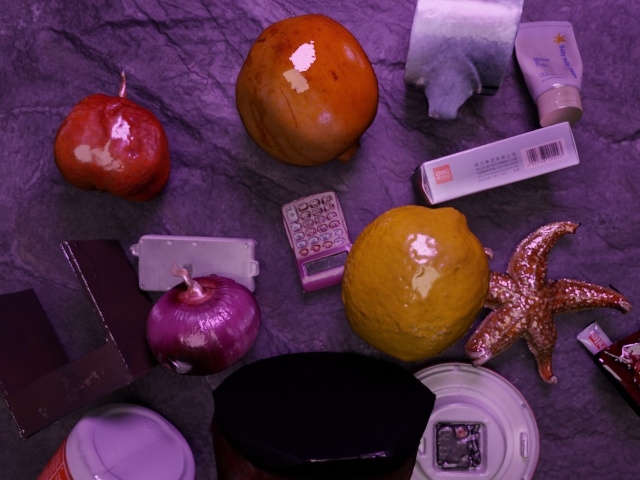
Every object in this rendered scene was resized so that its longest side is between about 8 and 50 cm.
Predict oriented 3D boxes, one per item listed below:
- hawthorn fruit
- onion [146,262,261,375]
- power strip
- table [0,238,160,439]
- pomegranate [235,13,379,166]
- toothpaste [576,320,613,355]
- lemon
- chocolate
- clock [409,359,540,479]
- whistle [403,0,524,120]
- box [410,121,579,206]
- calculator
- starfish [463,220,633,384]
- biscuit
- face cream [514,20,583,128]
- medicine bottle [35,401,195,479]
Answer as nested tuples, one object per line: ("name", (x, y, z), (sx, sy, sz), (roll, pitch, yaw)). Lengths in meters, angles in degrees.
("hawthorn fruit", (-0.389, -0.204, 0.860), (0.207, 0.207, 0.244), (9, 89, 4))
("onion", (-0.222, 0.168, 0.845), (0.207, 0.200, 0.201), (18, 94, -13))
("power strip", (-0.257, 0.051, 0.926), (0.270, 0.046, 0.118), (2, 96, 3))
("table", (-0.481, 0.176, 0.882), (0.250, 0.196, 0.282), (-29, 88, 7))
("pomegranate", (-0.022, -0.250, 0.790), (0.264, 0.264, 0.265), (0, 93, 5))
("toothpaste", (0.590, 0.259, 0.873), (0.052, 0.033, 0.218), (-39, 86, -3))
("lemon", (0.158, 0.079, 0.789), (0.253, 0.253, 0.311), (25, 118, 3))
("chocolate", (-0.009, 0.407, 0.770), (0.383, 0.383, 0.332), (2, 96, 5))
("clock", (0.267, 0.395, 0.881), (0.318, 0.080, 0.319), (0, 93, 4))
("whistle", (0.263, -0.419, 0.820), (0.168, 0.188, 0.405), (12, 60, 9))
("box", (0.310, -0.134, 0.827), (0.269, 0.135, 0.079), (-15, 91, 4))
("calculator", (0.000, 0.000, 0.910), (0.126, 0.034, 0.191), (-17, 86, 6))
("starfish", (0.411, 0.126, 0.844), (0.303, 0.113, 0.312), (-8, 89, 6))
("biscuit", (0.646, 0.219, 0.840), (0.235, 0.063, 0.151), (-34, 83, -2))
("face cream", (0.425, -0.321, 0.825), (0.114, 0.070, 0.224), (0, 71, 5))
("medicine bottle", (-0.407, 0.484, 0.855), (0.252, 0.252, 0.241), (38, 95, 2))
